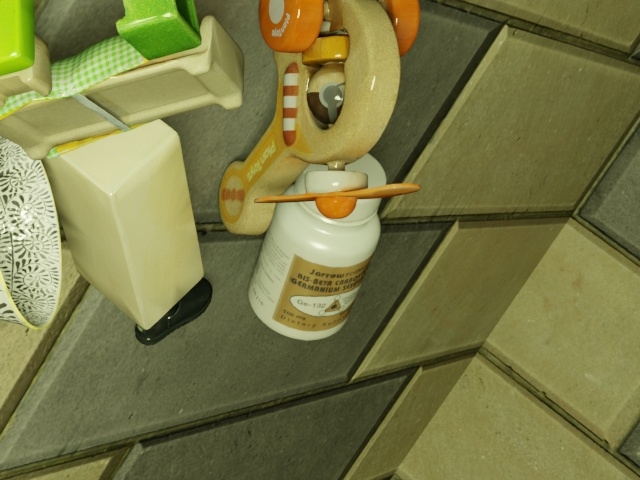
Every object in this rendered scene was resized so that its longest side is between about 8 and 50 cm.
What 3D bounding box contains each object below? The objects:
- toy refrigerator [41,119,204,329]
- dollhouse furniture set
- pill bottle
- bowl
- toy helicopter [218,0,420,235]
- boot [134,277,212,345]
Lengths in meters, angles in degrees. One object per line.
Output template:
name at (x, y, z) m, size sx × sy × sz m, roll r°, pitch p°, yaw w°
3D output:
toy refrigerator at (-0.180, -0.032, 1.480) m, size 0.094 × 0.102 × 0.269 m, roll -45°, pitch 159°, yaw -21°
dollhouse furniture set at (-0.182, -0.176, 1.180) m, size 0.197 × 0.151 × 0.301 m, roll -14°, pitch 172°, yaw 6°
pill bottle at (0.000, 0.000, 1.900) m, size 0.131 × 0.131 × 0.229 m, roll -34°, pitch 154°, yaw -42°
bowl at (-0.277, -0.006, 1.299) m, size 0.080 × 0.170 × 0.170 m, roll -8°, pitch 161°, yaw 8°
toy helicopter at (-0.013, -0.097, 1.602) m, size 0.140 × 0.235 × 0.355 m, roll -1°, pitch 151°, yaw -30°
boot at (-0.164, 0.055, 1.765) m, size 0.121 × 0.045 × 0.099 m, roll -39°, pitch 154°, yaw -32°
